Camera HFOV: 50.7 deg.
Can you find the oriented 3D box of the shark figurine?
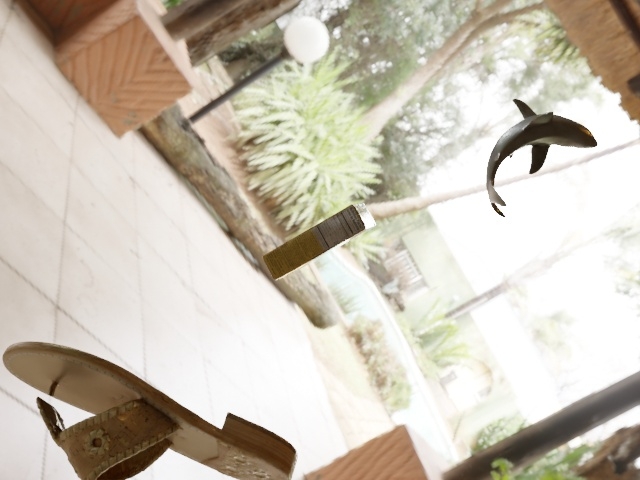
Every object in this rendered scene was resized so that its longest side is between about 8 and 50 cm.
[{"bbox_3d":[0.367,-0.176,1.196,0.166,0.278,0.116,52,-20,7],"label":"shark figurine"}]

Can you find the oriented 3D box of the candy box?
[{"bbox_3d":[0.000,0.000,1.193,0.053,0.186,0.109,62,14,3],"label":"candy box"}]

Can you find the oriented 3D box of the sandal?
[{"bbox_3d":[-0.139,0.151,0.492,0.088,0.239,0.079,112,-1,-49],"label":"sandal"}]
